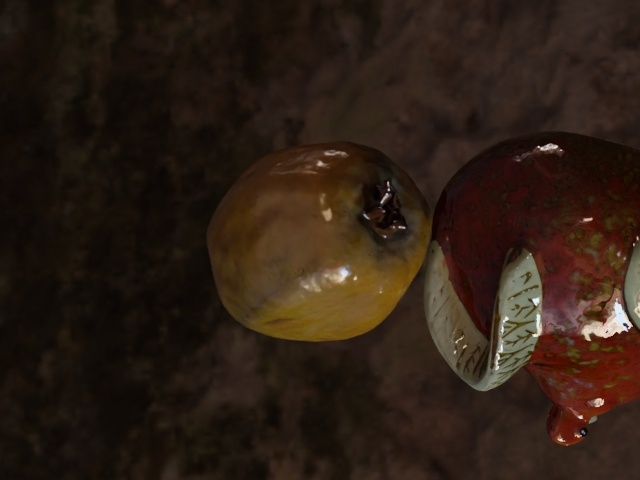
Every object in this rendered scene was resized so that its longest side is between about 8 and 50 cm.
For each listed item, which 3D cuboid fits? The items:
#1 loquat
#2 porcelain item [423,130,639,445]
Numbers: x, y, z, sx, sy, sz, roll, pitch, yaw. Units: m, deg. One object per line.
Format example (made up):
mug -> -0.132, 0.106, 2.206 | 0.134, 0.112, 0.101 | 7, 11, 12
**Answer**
loquat -> 0.000, 0.000, 1.214 | 0.234, 0.187, 0.176 | -40, -116, 48
porcelain item -> 0.199, 0.044, 1.039 | 0.253, 0.253, 0.253 | 175, -90, -87
